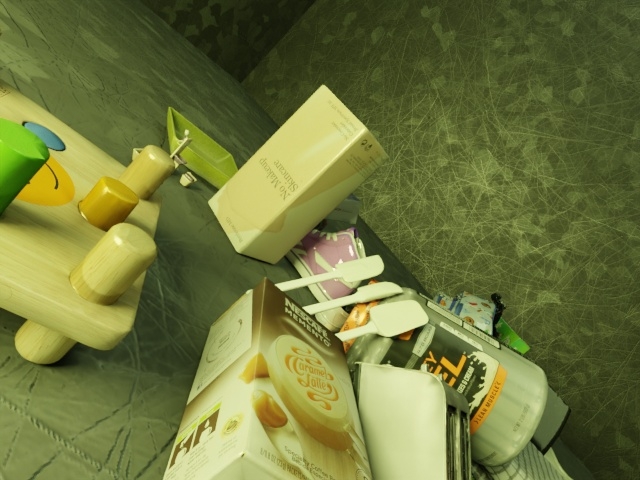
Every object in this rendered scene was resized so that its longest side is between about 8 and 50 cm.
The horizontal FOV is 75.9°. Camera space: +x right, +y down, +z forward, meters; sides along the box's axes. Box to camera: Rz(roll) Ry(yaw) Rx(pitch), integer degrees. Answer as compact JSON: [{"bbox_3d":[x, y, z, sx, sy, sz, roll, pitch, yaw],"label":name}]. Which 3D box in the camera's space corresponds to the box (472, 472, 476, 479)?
[{"bbox_3d":[0.176,0.350,0.641,0.169,0.054,0.059,42,13,-22],"label":"box"}]

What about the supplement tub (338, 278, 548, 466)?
[{"bbox_3d":[0.185,0.209,0.696,0.316,0.193,0.193,30,9,9],"label":"supplement tub"}]

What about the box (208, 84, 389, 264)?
[{"bbox_3d":[-0.044,-0.113,0.771,0.148,0.311,0.121,53,13,28],"label":"box"}]

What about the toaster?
[{"bbox_3d":[0.103,0.240,0.468,0.168,0.110,0.185,43,48,-52],"label":"toaster"}]

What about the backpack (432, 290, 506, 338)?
[{"bbox_3d":[0.350,0.266,1.068,0.213,0.276,0.263,18,14,12],"label":"backpack"}]

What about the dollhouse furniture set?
[{"bbox_3d":[-0.255,-0.148,0.713,0.091,0.081,0.114,46,12,-5],"label":"dollhouse furniture set"}]

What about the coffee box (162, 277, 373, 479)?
[{"bbox_3d":[-0.043,0.159,0.396,0.141,0.098,0.246,43,12,-19],"label":"coffee box"}]

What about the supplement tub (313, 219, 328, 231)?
[{"bbox_3d":[-0.026,-0.082,1.242,0.106,0.106,0.198,45,12,-8],"label":"supplement tub"}]

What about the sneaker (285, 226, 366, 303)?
[{"bbox_3d":[0.001,0.000,0.933,0.282,0.161,0.102,50,14,21],"label":"sneaker"}]

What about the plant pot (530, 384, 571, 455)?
[{"bbox_3d":[0.533,0.454,1.093,0.188,0.167,0.187,52,-22,29],"label":"plant pot"}]

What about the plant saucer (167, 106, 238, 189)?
[{"bbox_3d":[-0.265,-0.191,0.910,0.188,0.045,0.188,37,15,-39],"label":"plant saucer"}]

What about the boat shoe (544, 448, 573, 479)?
[{"bbox_3d":[0.603,0.632,1.118,0.109,0.091,0.305,1,28,-18],"label":"boat shoe"}]

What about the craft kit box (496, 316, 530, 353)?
[{"bbox_3d":[0.557,0.379,1.407,0.061,0.250,0.246,46,11,-6],"label":"craft kit box"}]

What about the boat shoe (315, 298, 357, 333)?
[{"bbox_3d":[0.055,0.152,0.850,0.184,0.063,0.066,29,21,-54],"label":"boat shoe"}]

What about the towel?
[{"bbox_3d":[0.374,0.470,0.797,0.235,0.121,0.284,49,13,17],"label":"towel"}]

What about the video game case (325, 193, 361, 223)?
[{"bbox_3d":[-0.047,-0.118,1.046,0.245,0.061,0.269,8,15,-10],"label":"video game case"}]

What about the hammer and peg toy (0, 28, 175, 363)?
[{"bbox_3d":[-0.285,-0.090,0.304,0.361,0.127,0.265,40,14,-29],"label":"hammer and peg toy"}]

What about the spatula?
[{"bbox_3d":[0.022,0.097,0.624,0.168,0.242,0.019,-120,-153,-42],"label":"spatula"}]
